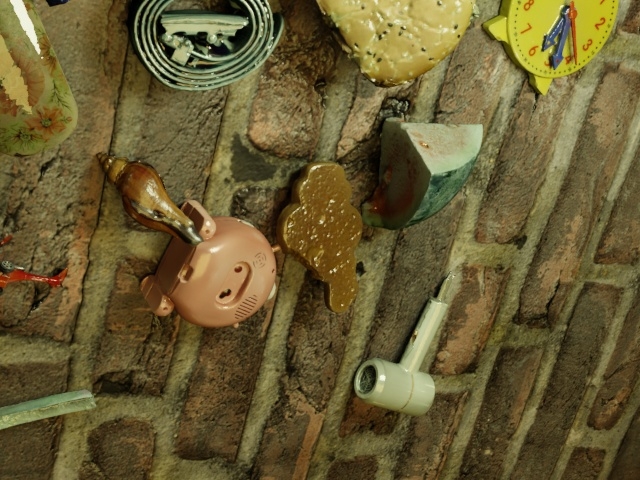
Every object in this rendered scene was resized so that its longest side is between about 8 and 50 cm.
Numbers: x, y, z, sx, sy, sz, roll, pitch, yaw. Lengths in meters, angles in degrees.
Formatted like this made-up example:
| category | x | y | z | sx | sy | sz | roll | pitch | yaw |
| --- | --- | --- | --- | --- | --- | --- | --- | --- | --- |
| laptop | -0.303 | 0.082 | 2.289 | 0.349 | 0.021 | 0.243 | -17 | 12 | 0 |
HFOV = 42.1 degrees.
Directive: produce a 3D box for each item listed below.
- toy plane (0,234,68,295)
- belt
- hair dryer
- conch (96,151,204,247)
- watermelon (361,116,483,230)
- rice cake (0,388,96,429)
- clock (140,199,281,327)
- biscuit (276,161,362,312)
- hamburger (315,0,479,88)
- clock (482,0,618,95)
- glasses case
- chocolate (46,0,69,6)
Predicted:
| category | x | y | z | sx | sy | sz | roll | pitch | yaw |
| --- | --- | --- | --- | --- | --- | --- | --- | --- | --- |
| toy plane | -0.550 | 0.066 | 1.477 | 0.126 | 0.077 | 0.194 | -42 | 134 | 8 |
| belt | -0.192 | -0.363 | 1.415 | 0.268 | 0.116 | 0.206 | -16 | 115 | -16 |
| hair dryer | 0.221 | 0.226 | 1.927 | 0.173 | 0.108 | 0.357 | 22 | 94 | -33 |
| conch | -0.309 | -0.074 | 1.477 | 0.086 | 0.080 | 0.232 | -35 | 82 | 6 |
| watermelon | 0.183 | -0.148 | 1.662 | 0.320 | 0.289 | 0.213 | -39 | 95 | 11 |
| rice cake | -0.546 | 0.330 | 1.617 | 0.211 | 0.043 | 0.034 | -9 | 112 | -22 |
| clock | -0.188 | 0.069 | 1.613 | 0.241 | 0.142 | 0.227 | 23 | 102 | -36 |
| biscuit | 0.008 | -0.001 | 1.681 | 0.183 | 0.047 | 0.319 | -30 | 114 | -19 |
| hamburger | 0.130 | -0.456 | 1.455 | 0.277 | 0.195 | 0.318 | -32 | 121 | 13 |
| clock | 0.503 | -0.471 | 1.730 | 0.277 | 0.071 | 0.293 | 31 | 97 | -33 |
| glasses case | -0.513 | -0.330 | 1.285 | 0.157 | 0.098 | 0.425 | -27 | 122 | -18 |
| chocolate | -0.322 | -0.515 | 1.285 | 0.343 | 0.126 | 0.148 | -40 | 83 | -8 |
